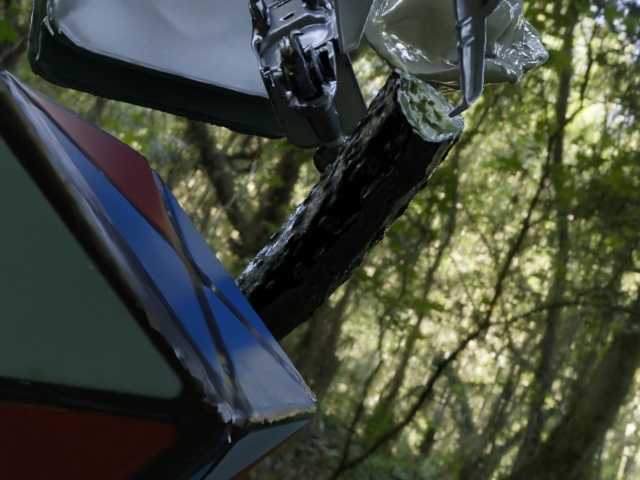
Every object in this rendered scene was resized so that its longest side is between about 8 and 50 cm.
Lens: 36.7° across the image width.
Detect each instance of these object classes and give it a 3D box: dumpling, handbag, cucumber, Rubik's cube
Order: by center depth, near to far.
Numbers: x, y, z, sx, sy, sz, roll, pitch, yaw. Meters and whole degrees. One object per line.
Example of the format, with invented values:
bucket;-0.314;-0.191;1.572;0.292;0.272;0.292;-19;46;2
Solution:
Rubik's cube;-0.176;0.083;0.582;0.248;0.250;0.246;51;3;13
cucumber;0.000;0.000;0.786;0.081;0.072;0.303;26;-65;-27
dumpling;0.135;-0.213;0.979;0.250;0.162;0.132;3;-37;-33
handbag;-0.146;-0.259;1.078;0.326;0.239;0.089;10;-23;-25

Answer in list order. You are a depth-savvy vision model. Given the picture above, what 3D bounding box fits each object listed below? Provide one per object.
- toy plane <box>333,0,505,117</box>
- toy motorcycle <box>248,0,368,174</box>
toy plane;0.070;-0.215;0.602;0.101;0.255;0.251;-17;-73;51
toy motorcycle;-0.008;-0.160;0.919;0.090;0.263;0.157;-20;-58;7
